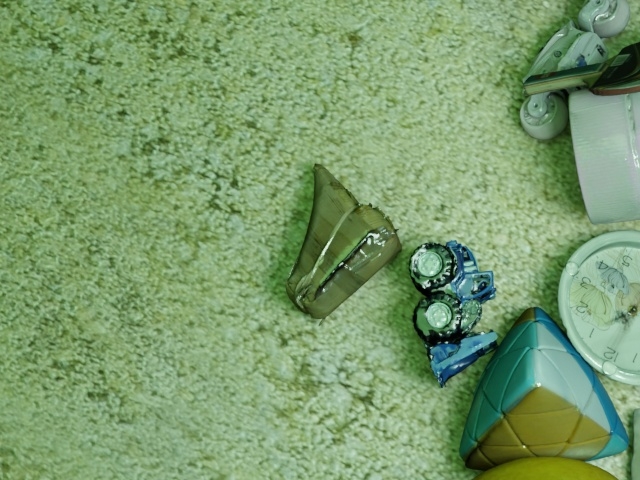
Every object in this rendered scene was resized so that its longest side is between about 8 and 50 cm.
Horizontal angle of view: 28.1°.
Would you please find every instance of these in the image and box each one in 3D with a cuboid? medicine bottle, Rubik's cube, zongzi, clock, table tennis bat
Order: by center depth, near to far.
[{"bbox_3d":[0.422,-0.239,1.779,0.301,0.173,0.022,-5,119,40],"label":"table tennis bat"},{"bbox_3d":[0.298,0.187,1.791,0.254,0.254,0.255,-2,79,9],"label":"Rubik's cube"},{"bbox_3d":[0.517,-0.140,1.801,0.301,0.241,0.241,-9,78,17],"label":"medicine bottle"},{"bbox_3d":[0.451,0.100,1.844,0.236,0.053,0.237,3,70,-7],"label":"clock"},{"bbox_3d":[0.000,0.000,1.939,0.194,0.099,0.197,-45,65,-1],"label":"zongzi"}]

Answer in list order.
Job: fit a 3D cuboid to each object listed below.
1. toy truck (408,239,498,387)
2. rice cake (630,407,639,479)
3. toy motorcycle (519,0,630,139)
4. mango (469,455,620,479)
[{"bbox_3d":[0.199,0.107,1.874,0.126,0.113,0.208,-6,80,7],"label":"toy truck"},{"bbox_3d":[0.465,0.366,1.811,0.057,0.052,0.256,3,80,13],"label":"rice cake"},{"bbox_3d":[0.373,-0.271,1.932,0.112,0.112,0.254,30,87,13],"label":"toy motorcycle"},{"bbox_3d":[0.244,0.476,1.736,0.445,0.220,0.301,-31,95,4],"label":"mango"}]
